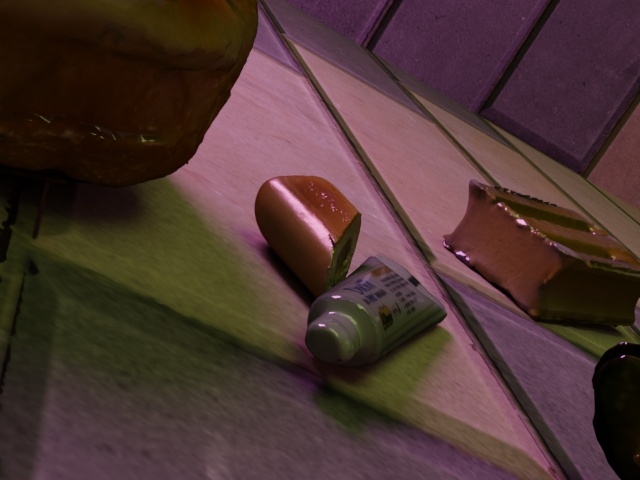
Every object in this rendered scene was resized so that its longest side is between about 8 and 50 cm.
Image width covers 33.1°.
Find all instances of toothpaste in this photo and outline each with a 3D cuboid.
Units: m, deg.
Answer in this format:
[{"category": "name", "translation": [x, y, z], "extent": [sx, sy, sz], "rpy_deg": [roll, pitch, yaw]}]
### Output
[{"category": "toothpaste", "translation": [0.035, 0.041, 0.645], "extent": [0.067, 0.037, 0.255], "rpy_deg": [40, 13, 8]}]

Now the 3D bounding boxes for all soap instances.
[{"category": "soap", "translation": [0.230, 0.019, 1.057], "extent": [0.135, 0.076, 0.233], "rpy_deg": [42, 18, 34]}]

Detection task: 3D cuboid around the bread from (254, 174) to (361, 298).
[{"category": "bread", "translation": [0.001, 0.001, 0.679], "extent": [0.062, 0.049, 0.103], "rpy_deg": [-4, 35, -34]}]

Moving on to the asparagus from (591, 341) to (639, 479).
[{"category": "asparagus", "translation": [0.317, 0.181, 0.623], "extent": [0.382, 0.108, 0.128], "rpy_deg": [26, 58, -17]}]

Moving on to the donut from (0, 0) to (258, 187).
[{"category": "donut", "translation": [-0.181, -0.141, 0.604], "extent": [0.330, 0.160, 0.330], "rpy_deg": [19, 20, -7]}]
